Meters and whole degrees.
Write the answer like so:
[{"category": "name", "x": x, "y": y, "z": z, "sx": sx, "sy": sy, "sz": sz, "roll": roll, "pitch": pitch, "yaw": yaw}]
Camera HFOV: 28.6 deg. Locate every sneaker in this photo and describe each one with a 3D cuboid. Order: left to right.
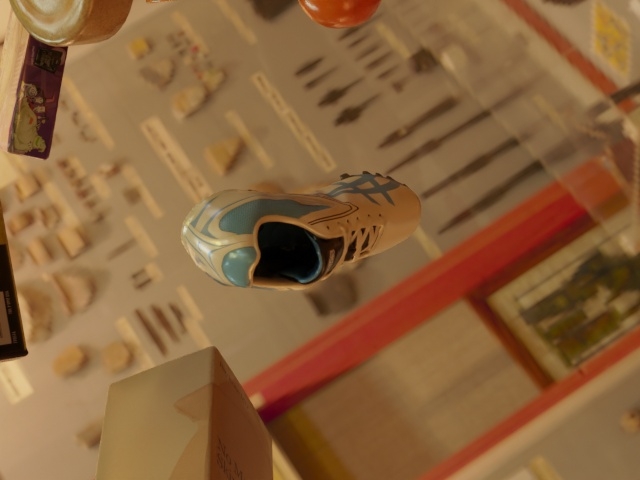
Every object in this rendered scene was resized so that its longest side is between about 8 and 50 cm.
[{"category": "sneaker", "x": 0.000, "y": 0.000, "z": 0.971, "sx": 0.086, "sy": 0.237, "sz": 0.085, "roll": 44, "pitch": 124, "yaw": 31}]

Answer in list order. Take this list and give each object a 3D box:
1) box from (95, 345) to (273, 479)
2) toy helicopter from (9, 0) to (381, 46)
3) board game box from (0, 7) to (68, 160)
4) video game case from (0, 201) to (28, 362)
[{"category": "box", "x": -0.121, "y": 0.253, "z": 1.127, "sx": 0.311, "sy": 0.121, "sz": 0.148, "roll": -96, "pitch": -18, "yaw": -57}, {"category": "toy helicopter", "x": -0.045, "y": -0.183, "z": 0.610, "sx": 0.355, "sy": 0.140, "sz": 0.235, "roll": -29, "pitch": 87, "yaw": 43}, {"category": "board game box", "x": -0.330, "y": -0.201, "z": 1.422, "sx": 0.056, "sy": 0.208, "sz": 0.347, "roll": 15, "pitch": -179, "yaw": -20}, {"category": "video game case", "x": -0.399, "y": -0.002, "z": 1.062, "sx": 0.035, "sy": 0.274, "sz": 0.248, "roll": -19, "pitch": 80, "yaw": 51}]
